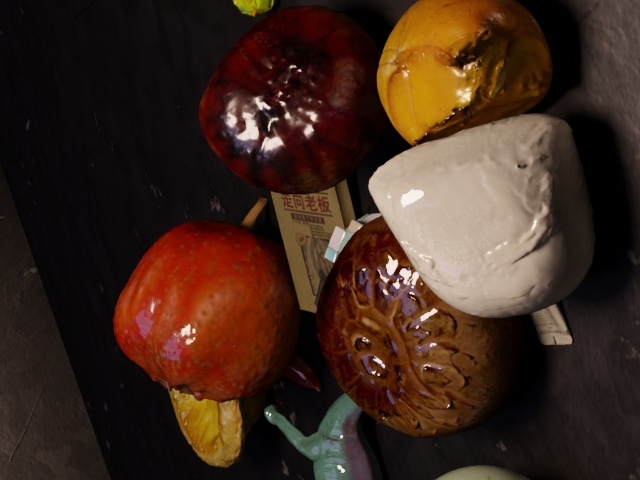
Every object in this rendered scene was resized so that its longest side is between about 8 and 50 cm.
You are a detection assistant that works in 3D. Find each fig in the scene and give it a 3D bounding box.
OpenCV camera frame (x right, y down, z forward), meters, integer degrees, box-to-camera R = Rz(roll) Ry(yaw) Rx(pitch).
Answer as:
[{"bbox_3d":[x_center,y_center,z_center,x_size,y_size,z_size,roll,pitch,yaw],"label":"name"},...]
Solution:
[{"bbox_3d":[-0.031,-0.161,1.364,0.263,0.224,0.224,-162,58,-68],"label":"fig"}]

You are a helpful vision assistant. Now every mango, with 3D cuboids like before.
[{"bbox_3d":[0.128,-0.168,1.127,0.252,0.126,0.153,-170,75,-70],"label":"mango"}]

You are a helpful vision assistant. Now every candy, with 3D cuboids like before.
[{"bbox_3d":[-0.078,-0.387,1.519,0.062,0.058,0.194,19,125,10],"label":"candy"}]

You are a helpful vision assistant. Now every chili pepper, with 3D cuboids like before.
[{"bbox_3d":[-0.061,0.178,1.841,0.191,0.050,0.059,39,138,31],"label":"chili pepper"}]

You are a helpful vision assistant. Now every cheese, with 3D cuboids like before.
[{"bbox_3d":[0.165,-0.018,1.097,0.198,0.154,0.189,-15,100,27],"label":"cheese"}]

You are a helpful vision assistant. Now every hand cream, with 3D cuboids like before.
[{"bbox_3d":[0.217,0.034,1.202,0.057,0.037,0.165,-13,102,65],"label":"hand cream"}]

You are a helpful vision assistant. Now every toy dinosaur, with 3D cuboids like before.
[{"bbox_3d":[0.067,0.348,1.655,0.331,0.129,0.383,-15,93,57],"label":"toy dinosaur"}]

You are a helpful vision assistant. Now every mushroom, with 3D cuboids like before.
[{"bbox_3d":[0.102,0.093,1.306,0.278,0.163,0.297,53,144,33],"label":"mushroom"}]

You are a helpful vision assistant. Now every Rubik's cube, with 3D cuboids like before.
[{"bbox_3d":[0.047,0.006,1.465,0.073,0.075,0.084,53,138,-3],"label":"Rubik's cube"}]

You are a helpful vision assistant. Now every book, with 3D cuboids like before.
[{"bbox_3d":[0.000,0.000,1.575,0.161,0.026,0.230,10,119,52],"label":"book"}]

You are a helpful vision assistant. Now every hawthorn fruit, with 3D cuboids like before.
[{"bbox_3d":[-0.152,0.080,1.745,0.287,0.287,0.330,-6,59,65],"label":"hawthorn fruit"}]

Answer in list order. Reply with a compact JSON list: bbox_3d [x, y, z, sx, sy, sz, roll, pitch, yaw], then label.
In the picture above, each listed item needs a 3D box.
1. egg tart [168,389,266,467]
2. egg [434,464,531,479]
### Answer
[{"bbox_3d":[-0.185,0.243,2.051,0.319,0.128,0.319,39,137,48],"label":"egg tart"},{"bbox_3d":[0.176,0.370,1.290,0.203,0.203,0.282,52,152,38],"label":"egg"}]
